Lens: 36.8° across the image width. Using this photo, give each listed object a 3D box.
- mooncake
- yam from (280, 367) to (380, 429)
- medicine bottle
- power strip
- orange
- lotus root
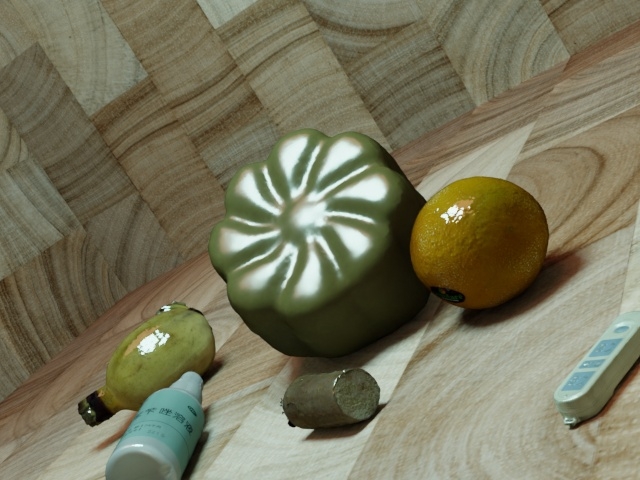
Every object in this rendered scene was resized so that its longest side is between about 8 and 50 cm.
[{"bbox_3d":[0.000,0.000,1.579,0.378,0.201,0.378,-15,53,21],"label":"mooncake"},{"bbox_3d":[0.012,0.215,1.305,0.084,0.084,0.127,-40,10,-36],"label":"yam"},{"bbox_3d":[-0.248,0.303,1.571,0.110,0.110,0.352,-30,10,13],"label":"medicine bottle"},{"bbox_3d":[0.301,0.124,0.998,0.191,0.030,0.047,-40,13,-33],"label":"power strip"},{"bbox_3d":[0.222,0.005,1.367,0.206,0.206,0.206,-31,10,6],"label":"orange"},{"bbox_3d":[-0.347,0.259,1.926,0.310,0.182,0.183,-38,11,-20],"label":"lotus root"}]
